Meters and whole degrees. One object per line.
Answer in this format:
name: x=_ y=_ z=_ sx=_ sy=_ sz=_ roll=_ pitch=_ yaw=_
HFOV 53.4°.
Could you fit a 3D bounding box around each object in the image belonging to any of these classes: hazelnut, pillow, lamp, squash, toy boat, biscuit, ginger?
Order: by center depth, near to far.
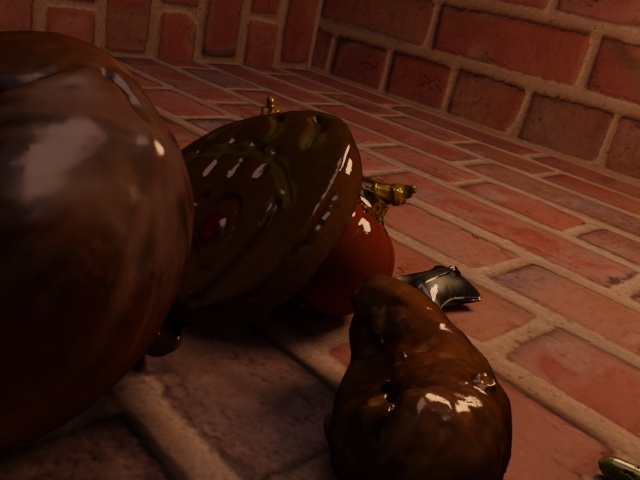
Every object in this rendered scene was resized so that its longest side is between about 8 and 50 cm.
hazelnut: x=-0.268 y=0.000 z=0.529 sx=0.372 sy=0.372 sz=0.315 roll=30 pitch=0 yaw=37
ginger: x=0.087 y=0.154 z=0.607 sx=0.165 sy=0.172 sz=0.321 roll=-26 pitch=16 yaw=6
squash: x=0.331 y=0.248 z=0.659 sx=0.083 sy=0.027 sz=0.027 roll=18 pitch=23 yaw=17
biscuit: x=-0.132 y=-0.026 z=0.757 sx=0.394 sy=0.070 sz=0.350 roll=-2 pitch=50 yaw=42
lamp: x=0.000 y=0.000 z=0.862 sx=0.223 sy=0.196 sz=0.223 roll=45 pitch=2 yaw=-2
pillow: x=0.176 y=0.074 z=0.968 sx=0.135 sy=0.055 sz=0.091 roll=-13 pitch=64 yaw=-42
toy boat: x=0.010 y=-0.126 z=1.059 sx=0.318 sy=0.099 sz=0.141 roll=35 pitch=24 yaw=22
